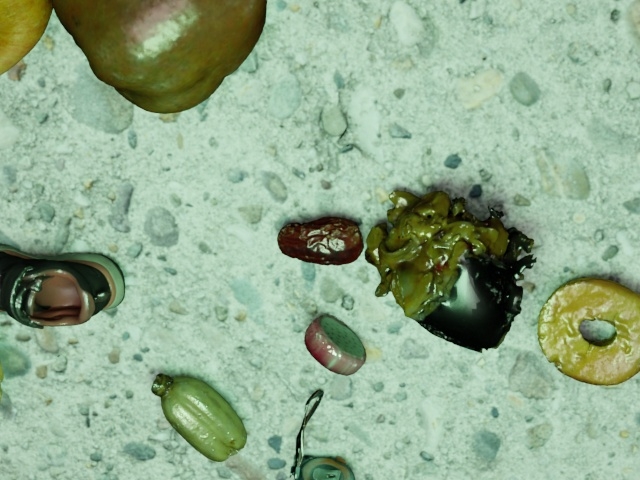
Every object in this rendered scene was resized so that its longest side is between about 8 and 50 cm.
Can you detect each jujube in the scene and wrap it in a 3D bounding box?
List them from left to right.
[{"bbox_3d":[0.000,0.000,1.996,0.129,0.077,0.077,2,109,8],"label":"jujube"}]

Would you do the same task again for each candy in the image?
[{"bbox_3d":[0.022,0.159,2.033,0.103,0.103,0.043,35,110,-8],"label":"candy"}]

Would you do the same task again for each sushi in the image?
[{"bbox_3d":[0.182,0.034,1.943,0.204,0.213,0.200,26,86,-20],"label":"sushi"}]

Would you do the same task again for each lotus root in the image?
[{"bbox_3d":[-0.191,0.268,2.097,0.090,0.077,0.183,-44,104,9],"label":"lotus root"}]

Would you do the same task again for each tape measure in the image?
[{"bbox_3d":[0.010,0.334,2.092,0.107,0.104,0.179,11,110,4],"label":"tape measure"}]

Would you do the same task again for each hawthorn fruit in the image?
[{"bbox_3d":[-0.193,-0.329,1.793,0.301,0.268,0.268,-38,102,14],"label":"hawthorn fruit"}]

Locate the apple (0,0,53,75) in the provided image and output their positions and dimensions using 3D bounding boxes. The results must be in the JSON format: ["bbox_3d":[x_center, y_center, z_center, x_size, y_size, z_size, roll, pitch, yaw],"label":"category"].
[{"bbox_3d":[-0.515,-0.358,1.807,0.299,0.275,0.299,-11,134,-12],"label":"apple"}]

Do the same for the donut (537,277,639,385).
[{"bbox_3d":[0.410,0.129,2.019,0.178,0.065,0.162,31,103,-6],"label":"donut"}]

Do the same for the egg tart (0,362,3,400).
[{"bbox_3d":[-0.622,0.183,2.080,0.295,0.116,0.294,2,111,6],"label":"egg tart"}]

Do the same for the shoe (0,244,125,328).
[{"bbox_3d":[-0.445,0.077,2.018,0.291,0.137,0.114,4,109,5],"label":"shoe"}]
